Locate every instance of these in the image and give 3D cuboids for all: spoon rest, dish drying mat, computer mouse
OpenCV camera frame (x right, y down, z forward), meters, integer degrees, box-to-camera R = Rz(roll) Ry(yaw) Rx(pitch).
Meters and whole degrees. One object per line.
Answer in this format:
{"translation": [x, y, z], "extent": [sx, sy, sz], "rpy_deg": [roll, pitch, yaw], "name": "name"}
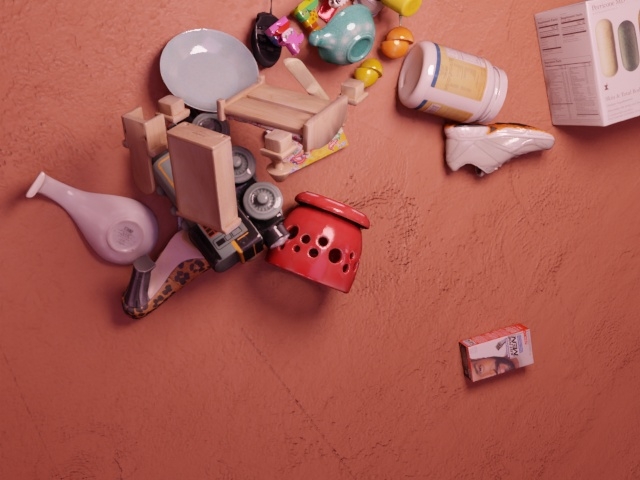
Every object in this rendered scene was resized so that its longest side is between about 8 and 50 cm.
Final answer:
{"translation": [-0.447, -0.051, 1.435], "extent": [0.276, 0.084, 0.137], "rpy_deg": [35, 90, -32], "name": "spoon rest"}
{"translation": [0.025, -0.501, 1.520], "extent": [0.032, 0.008, 0.083], "rpy_deg": [31, 90, -20], "name": "dish drying mat"}
{"translation": [-0.110, -0.474, 1.473], "extent": [0.071, 0.041, 0.242], "rpy_deg": [2, 92, -38], "name": "computer mouse"}

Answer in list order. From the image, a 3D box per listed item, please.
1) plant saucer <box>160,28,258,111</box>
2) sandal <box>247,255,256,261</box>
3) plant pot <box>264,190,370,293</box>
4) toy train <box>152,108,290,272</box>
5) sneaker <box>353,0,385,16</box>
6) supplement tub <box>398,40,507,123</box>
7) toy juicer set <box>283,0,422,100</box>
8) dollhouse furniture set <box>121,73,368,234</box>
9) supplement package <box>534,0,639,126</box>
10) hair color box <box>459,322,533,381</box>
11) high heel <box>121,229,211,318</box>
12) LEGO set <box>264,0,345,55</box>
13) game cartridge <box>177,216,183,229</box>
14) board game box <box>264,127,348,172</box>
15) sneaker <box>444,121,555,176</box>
{"translation": [-0.221, -0.330, 1.435], "extent": [0.195, 0.037, 0.195], "rpy_deg": [6, 67, -14], "name": "plant saucer"}
{"translation": [-0.170, -0.042, 1.497], "extent": [0.072, 0.049, 0.180], "rpy_deg": [-15, 90, -50], "name": "sandal"}
{"translation": [0.000, 0.000, 1.505], "extent": [0.191, 0.191, 0.174], "rpy_deg": [21, 89, -18], "name": "plant pot"}
{"translation": [-0.208, -0.099, 1.412], "extent": [0.190, 0.142, 0.334], "rpy_deg": [-36, 82, -12], "name": "toy train"}
{"translation": [0.077, -0.552, 1.483], "extent": [0.071, 0.083, 0.191], "rpy_deg": [-47, 109, -16], "name": "sneaker"}
{"translation": [0.282, -0.334, 1.552], "extent": [0.199, 0.144, 0.144], "rpy_deg": [12, 96, -18], "name": "supplement tub"}
{"translation": [0.056, -0.388, 1.474], "extent": [0.329, 0.209, 0.089], "rpy_deg": [-34, 64, -13], "name": "toy juicer set"}
{"translation": [-0.130, -0.186, 1.341], "extent": [0.355, 0.303, 0.174], "rpy_deg": [-42, 143, -43], "name": "dollhouse furniture set"}
{"translation": [0.635, -0.408, 1.613], "extent": [0.199, 0.198, 0.263], "rpy_deg": [-17, 104, -12], "name": "supplement package"}
{"translation": [0.426, 0.270, 1.747], "extent": [0.167, 0.053, 0.093], "rpy_deg": [-14, 104, -12], "name": "hair color box"}
{"translation": [-0.292, 0.069, 1.511], "extent": [0.261, 0.186, 0.093], "rpy_deg": [-22, 62, -38], "name": "high heel"}
{"translation": [-0.022, -0.432, 1.462], "extent": [0.227, 0.087, 0.093], "rpy_deg": [-46, 107, -28], "name": "LEGO set"}
{"translation": [-0.270, -0.063, 1.506], "extent": [0.056, 0.017, 0.083], "rpy_deg": [0, 100, -13], "name": "game cartridge"}
{"translation": [-0.029, -0.219, 1.543], "extent": [0.154, 0.026, 0.103], "rpy_deg": [-27, 105, -10], "name": "board game box"}
{"translation": [0.401, -0.205, 1.645], "extent": [0.262, 0.099, 0.121], "rpy_deg": [1, 107, -9], "name": "sneaker"}
